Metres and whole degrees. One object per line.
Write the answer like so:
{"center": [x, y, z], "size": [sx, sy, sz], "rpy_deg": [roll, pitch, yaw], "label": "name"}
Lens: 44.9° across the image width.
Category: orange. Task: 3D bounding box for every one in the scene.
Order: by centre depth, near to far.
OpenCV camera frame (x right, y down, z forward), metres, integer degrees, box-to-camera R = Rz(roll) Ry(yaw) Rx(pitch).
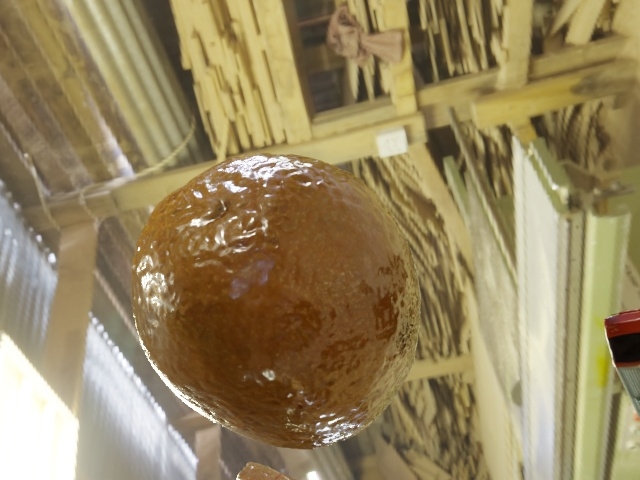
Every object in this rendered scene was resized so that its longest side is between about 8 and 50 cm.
{"center": [-0.043, 0.078, 0.903], "size": [0.322, 0.322, 0.357], "rpy_deg": [-99, -11, -49], "label": "orange"}

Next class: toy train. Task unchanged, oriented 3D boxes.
{"center": [0.576, 0.266, 1.313], "size": [0.409, 0.086, 0.089], "rpy_deg": [52, -145, -37], "label": "toy train"}

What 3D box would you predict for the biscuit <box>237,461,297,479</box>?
{"center": [-0.010, 0.445, 1.190], "size": [0.262, 0.052, 0.277], "rpy_deg": [49, 157, -8], "label": "biscuit"}
